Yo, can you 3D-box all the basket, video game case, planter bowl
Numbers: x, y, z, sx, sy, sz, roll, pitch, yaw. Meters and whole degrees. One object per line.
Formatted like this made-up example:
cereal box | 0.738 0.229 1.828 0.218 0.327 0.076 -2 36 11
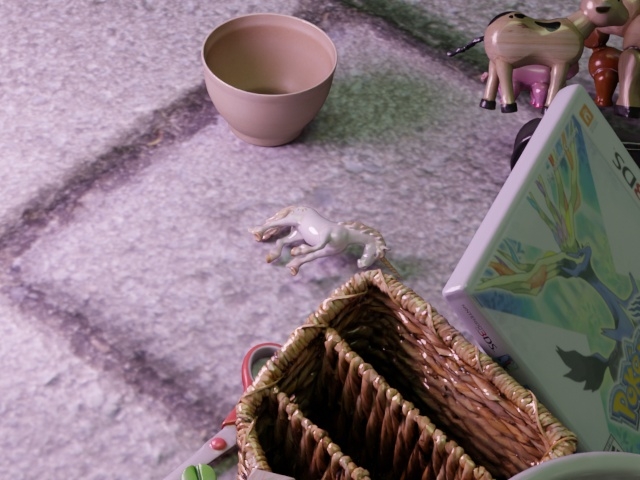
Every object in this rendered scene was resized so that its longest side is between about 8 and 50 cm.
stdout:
basket | 0.057 0.211 1.645 0.213 0.223 0.299 -26 52 -29
video game case | 0.273 0.053 1.754 0.036 0.300 0.329 -19 27 43
planter bowl | -0.064 -0.184 2.132 0.162 0.109 0.162 3 43 -3

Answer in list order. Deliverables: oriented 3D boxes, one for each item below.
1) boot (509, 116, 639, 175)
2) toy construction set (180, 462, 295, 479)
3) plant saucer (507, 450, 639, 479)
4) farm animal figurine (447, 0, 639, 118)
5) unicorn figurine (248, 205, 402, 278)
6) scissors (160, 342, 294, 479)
boot | 0.354 -0.001 1.962 0.347 0.131 0.260 7 40 9
toy construction set | -0.138 0.303 1.518 0.309 0.237 0.257 -31 54 -31
plant saucer | 0.248 0.384 1.502 0.400 0.100 0.401 6 70 -18
farm animal figurine | 0.365 -0.229 2.059 0.326 0.172 0.330 11 12 33
unicorn figurine | 0.000 0.000 1.979 0.111 0.060 0.162 -28 53 -29
scissors | -0.083 0.202 1.787 0.109 0.021 0.297 25 45 17
